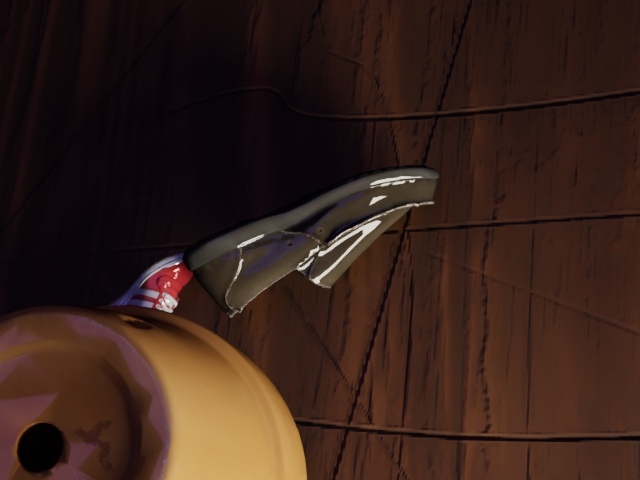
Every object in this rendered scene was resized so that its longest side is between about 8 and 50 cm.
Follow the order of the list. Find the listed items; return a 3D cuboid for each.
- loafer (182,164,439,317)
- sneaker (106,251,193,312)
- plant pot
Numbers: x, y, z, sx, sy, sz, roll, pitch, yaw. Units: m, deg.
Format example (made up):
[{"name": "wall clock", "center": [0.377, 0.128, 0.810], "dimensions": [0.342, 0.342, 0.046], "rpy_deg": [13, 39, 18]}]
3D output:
[{"name": "loafer", "center": [0.000, 0.000, 1.402], "dimensions": [0.220, 0.080, 0.078], "rpy_deg": [-22, 92, 0]}, {"name": "sneaker", "center": [-0.138, 0.066, 1.407], "dimensions": [0.118, 0.042, 0.067], "rpy_deg": [-40, 57, -1]}, {"name": "plant pot", "center": [-0.172, 0.168, 1.243], "dimensions": [0.291, 0.203, 0.291], "rpy_deg": [-4, 70, 12]}]
